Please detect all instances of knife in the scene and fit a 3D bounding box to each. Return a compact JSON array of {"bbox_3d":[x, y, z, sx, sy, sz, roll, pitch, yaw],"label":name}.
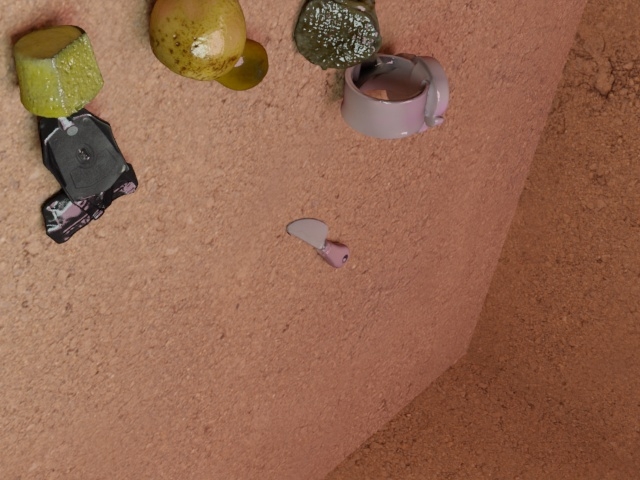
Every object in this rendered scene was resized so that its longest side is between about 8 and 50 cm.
[{"bbox_3d":[0.002,-0.002,2.555,0.081,0.043,0.336,-60,152,-4],"label":"knife"}]

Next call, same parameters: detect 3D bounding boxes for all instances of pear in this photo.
[{"bbox_3d":[-0.203,-0.361,1.640,0.178,0.178,0.178,-40,150,-29],"label":"pear"}]

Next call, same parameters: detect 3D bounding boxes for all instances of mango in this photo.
[{"bbox_3d":[-0.163,-0.335,1.845,0.161,0.076,0.103,0,128,-50],"label":"mango"}]

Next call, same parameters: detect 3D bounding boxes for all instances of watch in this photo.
[{"bbox_3d":[0.152,-0.333,2.260,0.231,0.244,0.196,-17,137,-20],"label":"watch"}]

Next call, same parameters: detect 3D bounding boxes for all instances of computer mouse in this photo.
[{"bbox_3d":[-0.406,-0.152,1.642,0.126,0.071,0.231,-37,147,-11],"label":"computer mouse"}]

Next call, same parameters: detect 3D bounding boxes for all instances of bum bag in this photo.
[{"bbox_3d":[-0.417,-0.078,1.744,0.198,0.049,0.087,-42,132,-19],"label":"bum bag"}]

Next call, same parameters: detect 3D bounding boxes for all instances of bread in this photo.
[{"bbox_3d":[-0.404,-0.258,1.482,0.129,0.111,0.114,-59,159,-44],"label":"bread"}]

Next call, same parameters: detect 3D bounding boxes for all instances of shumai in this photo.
[{"bbox_3d":[0.036,-0.452,2.026,0.142,0.184,0.184,-71,178,-58],"label":"shumai"}]
